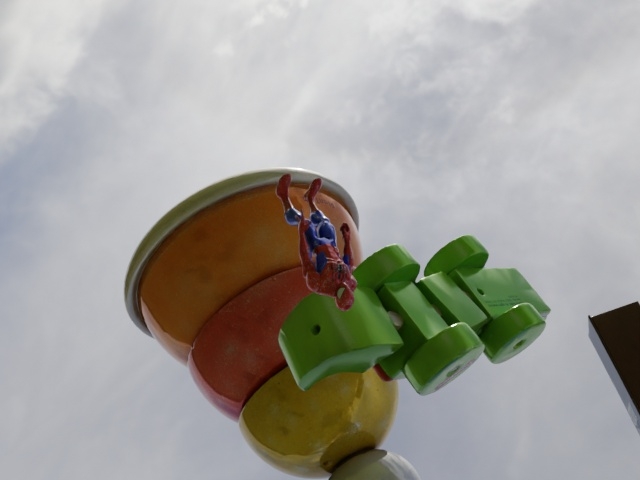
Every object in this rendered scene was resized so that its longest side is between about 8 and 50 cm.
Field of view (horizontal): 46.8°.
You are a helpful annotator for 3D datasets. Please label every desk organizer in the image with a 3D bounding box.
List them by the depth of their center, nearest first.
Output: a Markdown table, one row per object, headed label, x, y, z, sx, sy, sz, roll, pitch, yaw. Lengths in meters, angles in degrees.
| label | x | y | z | sx | sy | sz | roll | pitch | yaw |
| --- | --- | --- | --- | --- | --- | --- | --- | --- | --- |
| desk organizer | 0.306 | 0.127 | 0.703 | 0.050 | 0.047 | 0.130 | -20 | -127 | 6 |

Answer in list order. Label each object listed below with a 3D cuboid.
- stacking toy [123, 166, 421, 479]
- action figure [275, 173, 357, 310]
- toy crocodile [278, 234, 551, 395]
| label | x | y | z | sx | sy | sz | roll | pitch | yaw |
| --- | --- | --- | --- | --- | --- | --- | --- | --- | --- |
| stacking toy | -0.021 | 0.174 | 0.932 | 0.350 | 0.350 | 0.480 | -43 | -126 | 18 |
| action figure | 0.000 | 0.000 | 0.466 | 0.030 | 0.038 | 0.115 | -58 | -144 | 34 |
| toy crocodile | 0.106 | 0.072 | 0.669 | 0.115 | 0.340 | 0.105 | 52 | -58 | 24 |
